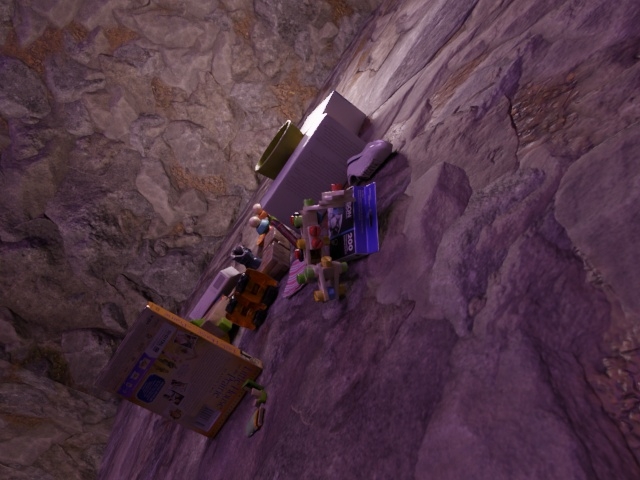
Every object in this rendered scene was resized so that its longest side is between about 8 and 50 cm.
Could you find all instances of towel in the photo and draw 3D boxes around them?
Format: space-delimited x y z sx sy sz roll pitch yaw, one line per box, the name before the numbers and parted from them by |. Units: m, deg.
towel | -0.076 0.110 1.545 0.144 0.029 0.197 -42 24 36

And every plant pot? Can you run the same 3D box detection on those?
plant pot | -0.103 -0.351 1.936 0.275 0.293 0.275 -47 22 25

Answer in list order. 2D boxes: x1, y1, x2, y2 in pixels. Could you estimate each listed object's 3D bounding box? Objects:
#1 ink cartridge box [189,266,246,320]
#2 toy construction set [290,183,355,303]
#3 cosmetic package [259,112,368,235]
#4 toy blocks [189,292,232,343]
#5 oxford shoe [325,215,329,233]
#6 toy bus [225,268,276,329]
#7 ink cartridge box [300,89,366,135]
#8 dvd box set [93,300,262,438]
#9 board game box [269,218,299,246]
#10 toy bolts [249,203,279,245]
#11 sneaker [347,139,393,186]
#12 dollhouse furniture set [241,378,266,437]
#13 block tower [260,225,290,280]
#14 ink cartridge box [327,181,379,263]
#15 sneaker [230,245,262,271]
ink cartridge box | -0.512 0.265 2.153 0.296 0.066 0.261 -53 -6 11
toy construction set | 0.000 0.000 1.188 0.215 0.151 0.327 -168 85 -72
cosmetic package | -0.029 -0.264 1.723 0.453 0.230 0.161 -55 18 5
toy blocks | -0.466 0.350 1.948 0.381 0.191 0.261 -40 13 42
oxford shoe | 0.090 -0.054 1.371 0.212 0.076 0.076 -12 78 60
toy bus | -0.289 0.244 1.707 0.220 0.149 0.211 -66 8 -18
ink cartridge box | 0.042 -0.529 2.015 0.270 0.198 0.197 -23 39 58
dvd box set | -0.445 0.423 1.349 0.307 0.420 0.062 -56 16 7
board game box | -0.129 -0.021 1.666 0.027 0.145 0.281 -45 13 -4
toy bolts | -0.324 -0.075 2.248 0.218 0.158 0.228 -53 19 11
sneaker | 0.174 -0.270 1.481 0.235 0.090 0.094 -33 43 57
dollhouse furniture set | -0.203 0.480 1.221 0.076 0.059 0.151 -49 20 25
block tower | -0.194 0.047 1.840 0.097 0.091 0.335 -49 20 22
ink cartridge box | 0.091 -0.049 1.240 0.208 0.045 0.206 -24 64 56
sneaker | -0.378 0.094 2.112 0.226 0.163 0.086 -17 45 64
